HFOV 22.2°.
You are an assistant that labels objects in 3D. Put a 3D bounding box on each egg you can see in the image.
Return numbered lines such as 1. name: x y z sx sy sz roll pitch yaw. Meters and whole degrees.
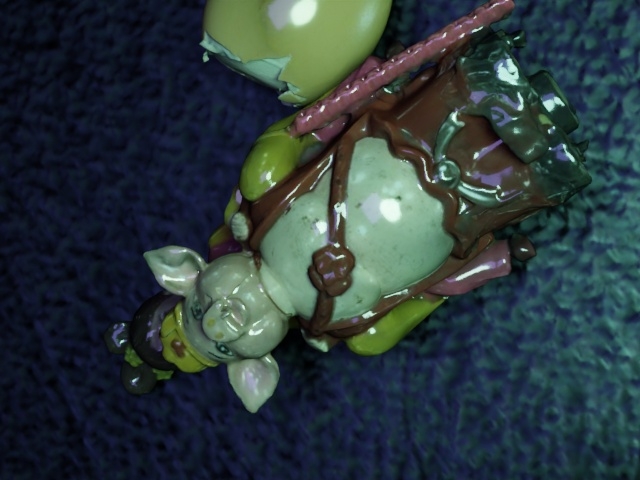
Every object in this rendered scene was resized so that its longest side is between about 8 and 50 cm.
1. egg: -0.008 -0.111 0.758 0.080 0.080 0.096 33 92 11

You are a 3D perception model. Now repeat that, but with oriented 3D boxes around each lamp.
1. lamp: 0.000 0.000 0.731 0.253 0.118 0.118 -30 82 9
